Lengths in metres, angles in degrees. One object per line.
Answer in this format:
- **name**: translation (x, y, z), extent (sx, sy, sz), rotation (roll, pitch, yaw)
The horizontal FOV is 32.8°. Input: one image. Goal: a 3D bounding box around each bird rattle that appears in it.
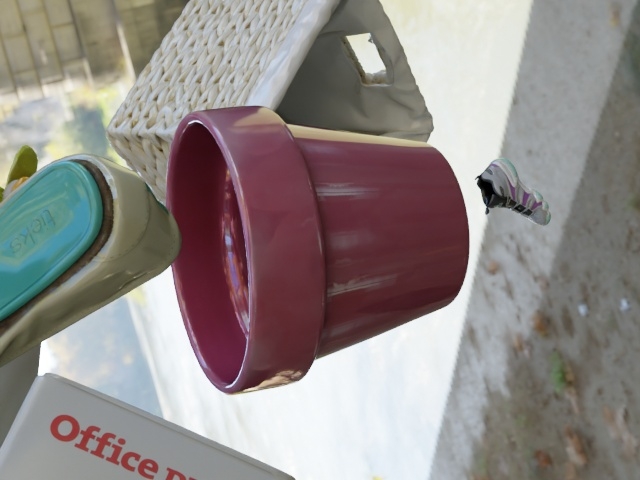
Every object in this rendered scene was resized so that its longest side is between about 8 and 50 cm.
- **bird rattle**: translation (-0.393, -0.016, 1.598), extent (0.253, 0.143, 0.207), rotation (45, 162, -10)

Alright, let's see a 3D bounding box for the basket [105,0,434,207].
- **basket**: translation (-0.056, -0.147, 1.469), extent (0.328, 0.266, 0.331), rotation (57, -132, -43)

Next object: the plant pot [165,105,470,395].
- **plant pot**: translation (0.000, 0.000, 0.789), extent (0.201, 0.180, 0.201), rotation (173, 90, -68)

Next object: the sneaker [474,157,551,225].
- **sneaker**: translation (0.218, -0.043, 1.265), extent (0.098, 0.069, 0.038), rotation (47, 145, 9)

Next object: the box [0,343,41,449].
- **box**: translation (-0.310, 0.173, 0.904), extent (0.113, 0.094, 0.275), rotation (28, 126, 14)

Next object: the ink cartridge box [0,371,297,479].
- **ink cartridge box**: translation (-0.162, 0.267, 0.760), extent (0.289, 0.211, 0.121), rotation (-66, 6, -17)

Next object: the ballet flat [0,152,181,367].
- **ballet flat**: translation (-0.177, 0.038, 0.568), extent (0.086, 0.248, 0.086), rotation (49, -156, -31)
